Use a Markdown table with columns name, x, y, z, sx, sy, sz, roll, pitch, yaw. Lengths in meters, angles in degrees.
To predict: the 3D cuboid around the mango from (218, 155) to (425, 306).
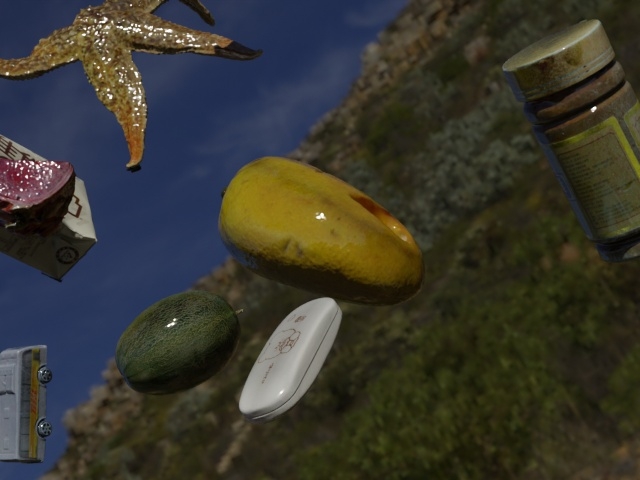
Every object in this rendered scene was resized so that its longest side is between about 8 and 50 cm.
| name | x | y | z | sx | sy | sz | roll | pitch | yaw |
| --- | --- | --- | --- | --- | --- | --- | --- | --- | --- |
| mango | 0.000 | 0.000 | 1.931 | 0.253 | 0.365 | 0.182 | 23 | -84 | -50 |

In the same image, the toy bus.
| name | x | y | z | sx | sy | sz | roll | pitch | yaw |
| --- | --- | --- | --- | --- | --- | --- | --- | --- | --- |
| toy bus | -0.480 | 0.264 | 2.149 | 0.064 | 0.190 | 0.075 | -9 | -11 | 39 |

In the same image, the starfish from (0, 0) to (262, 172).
| name | x | y | z | sx | sy | sz | roll | pitch | yaw |
| --- | --- | --- | --- | --- | --- | --- | --- | --- | --- |
| starfish | -0.326 | -0.303 | 2.214 | 0.398 | 0.384 | 0.132 | -35 | -30 | -23 |

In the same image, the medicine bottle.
| name | x | y | z | sx | sy | sz | roll | pitch | yaw |
| --- | --- | --- | --- | --- | --- | --- | --- | --- | --- |
| medicine bottle | 0.396 | -0.137 | 1.896 | 0.151 | 0.322 | 0.151 | -27 | 12 | 6 |

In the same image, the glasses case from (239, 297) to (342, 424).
| name | x | y | z | sx | sy | sz | roll | pitch | yaw |
| --- | --- | --- | --- | --- | --- | --- | --- | --- | --- |
| glasses case | -0.031 | 0.130 | 1.466 | 0.074 | 0.049 | 0.193 | -22 | 22 | 34 |

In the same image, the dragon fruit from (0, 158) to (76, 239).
| name | x | y | z | sx | sy | sz | roll | pitch | yaw |
| --- | --- | --- | --- | --- | --- | --- | --- | --- | --- |
| dragon fruit | -0.387 | -0.046 | 1.711 | 0.147 | 0.096 | 0.102 | -1 | -23 | 3 |

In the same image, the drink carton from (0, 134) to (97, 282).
| name | x | y | z | sx | sy | sz | roll | pitch | yaw |
| --- | --- | --- | --- | --- | --- | --- | --- | --- | --- |
| drink carton | -0.583 | -0.085 | 2.470 | 0.132 | 0.194 | 0.324 | -43 | -49 | 19 |

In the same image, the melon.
| name | x | y | z | sx | sy | sz | roll | pitch | yaw |
| --- | --- | --- | --- | --- | --- | --- | --- | --- | --- |
| melon | -0.166 | 0.121 | 1.607 | 0.167 | 0.114 | 0.114 | -26 | -22 | -13 |
